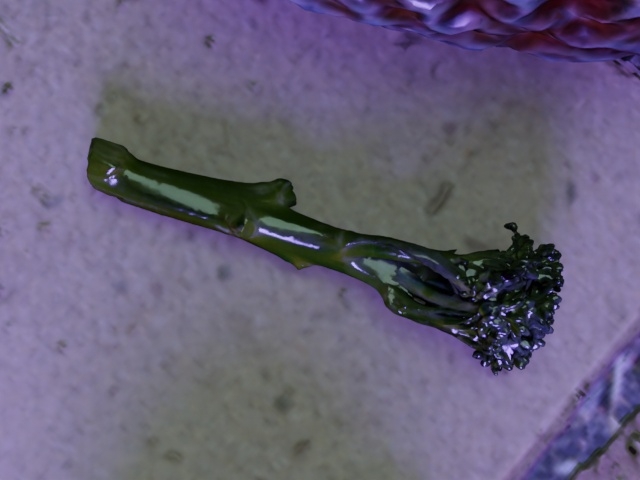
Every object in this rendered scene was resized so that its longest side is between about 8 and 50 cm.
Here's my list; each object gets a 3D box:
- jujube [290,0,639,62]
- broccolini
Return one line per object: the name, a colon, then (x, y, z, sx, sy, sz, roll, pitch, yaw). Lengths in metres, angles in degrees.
jujube: (0.088, -0.187, 0.791, 0.317, 0.226, 0.226, 12, 75, -11)
broccolini: (-0.001, 0.002, 0.805, 0.216, 0.067, 0.058, 18, 36, -4)
